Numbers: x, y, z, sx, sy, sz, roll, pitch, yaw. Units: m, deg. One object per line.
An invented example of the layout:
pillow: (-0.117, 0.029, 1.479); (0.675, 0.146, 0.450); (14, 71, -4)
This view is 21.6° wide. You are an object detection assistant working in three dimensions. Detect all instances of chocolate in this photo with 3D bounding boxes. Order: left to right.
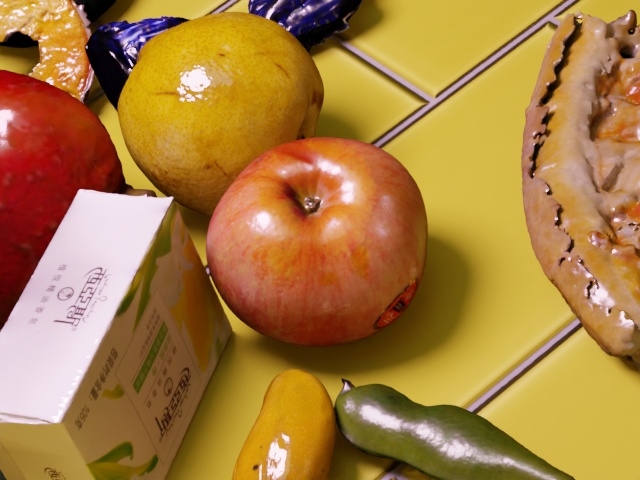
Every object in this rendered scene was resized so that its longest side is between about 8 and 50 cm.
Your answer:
chocolate: (-0.079, -0.230, 1.854); (0.343, 0.126, 0.148); (-25, 36, -13)

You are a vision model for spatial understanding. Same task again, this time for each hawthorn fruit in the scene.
hawthorn fruit: (-0.306, -0.045, 1.649); (0.307, 0.265, 0.265); (-4, 47, 17)

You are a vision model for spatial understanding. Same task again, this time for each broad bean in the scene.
broad bean: (0.127, 0.195, 1.416); (0.098, 0.056, 0.318); (-40, 50, -19)

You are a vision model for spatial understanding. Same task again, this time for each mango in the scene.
mango: (-0.029, 0.184, 1.462); (0.098, 0.075, 0.190); (-31, 28, 33)

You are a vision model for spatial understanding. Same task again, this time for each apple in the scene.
apple: (0.000, 0.000, 1.558); (0.209, 0.164, 0.209); (-2, 51, 2)

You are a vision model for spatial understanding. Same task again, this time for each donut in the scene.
donut: (-0.321, -0.211, 1.886); (0.146, 0.181, 0.078); (-18, 5, 0)

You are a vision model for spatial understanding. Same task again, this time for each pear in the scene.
pear: (-0.103, -0.131, 1.694); (0.209, 0.209, 0.209); (-10, 46, 10)

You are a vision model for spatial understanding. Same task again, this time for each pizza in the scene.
pizza: (0.333, -0.046, 1.558); (0.435, 0.080, 0.392); (19, 56, 34)

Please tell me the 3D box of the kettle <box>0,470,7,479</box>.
kettle: (-0.430, 0.147, 1.451); (0.319, 0.342, 0.247); (-43, 50, -20)

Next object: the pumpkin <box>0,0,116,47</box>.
pumpkin: (-0.344, -0.335, 2.000); (0.233, 0.163, 0.233); (-2, 47, 2)

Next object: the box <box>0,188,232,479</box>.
box: (-0.193, 0.112, 1.506); (0.111, 0.194, 0.260); (3, 50, 22)
